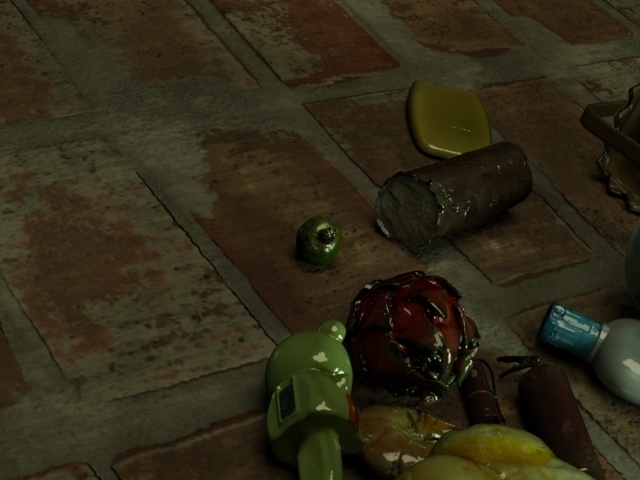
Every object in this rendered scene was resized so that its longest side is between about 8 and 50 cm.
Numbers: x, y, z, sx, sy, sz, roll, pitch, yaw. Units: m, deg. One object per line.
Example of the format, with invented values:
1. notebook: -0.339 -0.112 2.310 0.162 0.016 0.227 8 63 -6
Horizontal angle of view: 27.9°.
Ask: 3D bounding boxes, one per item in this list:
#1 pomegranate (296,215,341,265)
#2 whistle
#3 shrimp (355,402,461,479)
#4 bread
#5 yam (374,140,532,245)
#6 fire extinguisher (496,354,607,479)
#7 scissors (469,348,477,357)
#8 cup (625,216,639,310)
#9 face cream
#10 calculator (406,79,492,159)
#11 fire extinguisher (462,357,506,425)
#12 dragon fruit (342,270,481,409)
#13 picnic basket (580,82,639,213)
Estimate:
1. pomegranate: -0.003 0.003 1.888 0.073 0.073 0.084 15 10 -6
2. whistle: -0.007 0.215 1.589 0.106 0.131 0.288 35 28 -33
3. shrimp: 0.164 0.274 1.645 0.267 0.061 0.145 13 28 -5
4. bread: 0.212 0.370 1.424 0.300 0.210 0.341 4 38 -38
5. yam: 0.222 -0.077 2.052 0.280 0.131 0.131 -20 52 -42
6. fire extinguisher: 0.309 0.246 1.736 0.089 0.072 0.267 -18 42 5
7. scissors: 0.163 0.122 1.847 0.085 0.022 0.176 -24 38 0
8. cup: 0.660 0.085 1.901 0.356 0.259 0.274 52 -7 -20
9. face cream: 0.482 0.184 1.875 0.337 0.080 0.163 25 34 6
10. calculator: 0.232 -0.211 2.296 0.157 0.033 0.236 12 40 -12
11. fire extinguisher: 0.215 0.202 1.768 0.056 0.039 0.132 -10 42 -1
12. dragon fruit: 0.122 0.128 1.711 0.189 0.182 0.182 26 37 22
13. picnic basket: 0.615 -0.168 2.198 0.321 0.291 0.254 -13 47 -47
